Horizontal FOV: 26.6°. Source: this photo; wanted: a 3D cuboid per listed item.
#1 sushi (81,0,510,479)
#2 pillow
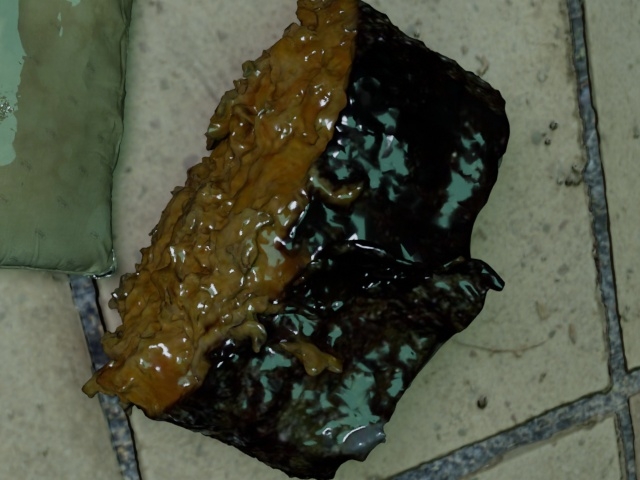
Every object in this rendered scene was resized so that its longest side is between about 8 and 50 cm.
[{"bbox_3d":[0.000,0.000,0.979,0.207,0.234,0.348,29,83,-29],"label":"sushi"},{"bbox_3d":[-0.214,-0.116,0.928,0.185,0.075,0.302,4,97,-26],"label":"pillow"}]
